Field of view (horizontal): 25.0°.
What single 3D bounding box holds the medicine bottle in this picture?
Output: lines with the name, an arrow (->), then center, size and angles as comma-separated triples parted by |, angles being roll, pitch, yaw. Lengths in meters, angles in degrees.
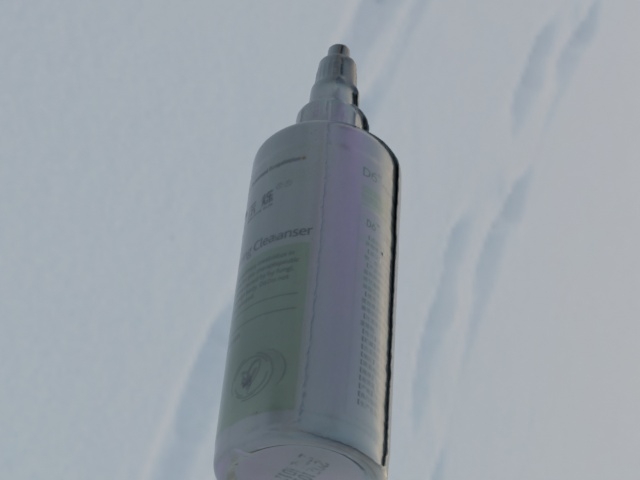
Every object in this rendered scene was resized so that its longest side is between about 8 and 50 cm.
medicine bottle -> 0.000, 0.000, 0.519 | 0.057, 0.058, 0.199 | 58, 29, -45
